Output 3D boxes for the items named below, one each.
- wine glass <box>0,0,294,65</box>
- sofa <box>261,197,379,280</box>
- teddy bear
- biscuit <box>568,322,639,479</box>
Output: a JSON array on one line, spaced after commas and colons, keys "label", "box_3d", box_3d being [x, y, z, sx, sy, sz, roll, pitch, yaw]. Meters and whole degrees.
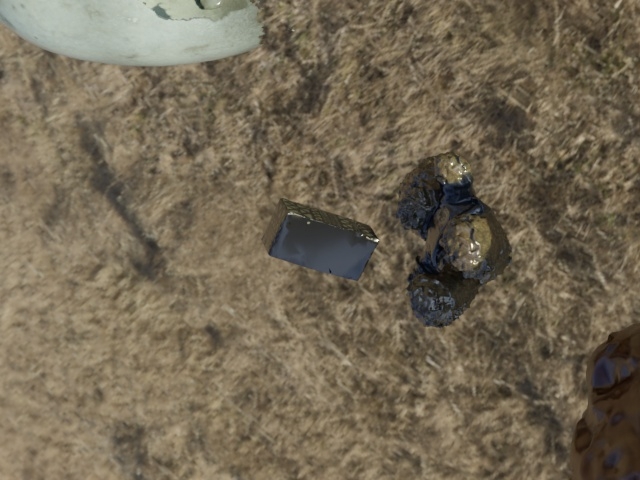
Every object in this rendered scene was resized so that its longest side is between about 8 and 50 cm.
[{"label": "wine glass", "box_3d": [-0.209, -0.224, 0.619, 0.356, 0.190, 0.191, -8, 127, -5]}, {"label": "sofa", "box_3d": [0.000, 0.000, 0.851, 0.117, 0.039, 0.060, 17, 111, -25]}, {"label": "teddy bear", "box_3d": [0.153, 0.001, 0.887, 0.129, 0.251, 0.182, 17, 121, -16]}, {"label": "biscuit", "box_3d": [0.333, 0.226, 0.555, 0.342, 0.395, 0.166, -15, 136, 46]}]
